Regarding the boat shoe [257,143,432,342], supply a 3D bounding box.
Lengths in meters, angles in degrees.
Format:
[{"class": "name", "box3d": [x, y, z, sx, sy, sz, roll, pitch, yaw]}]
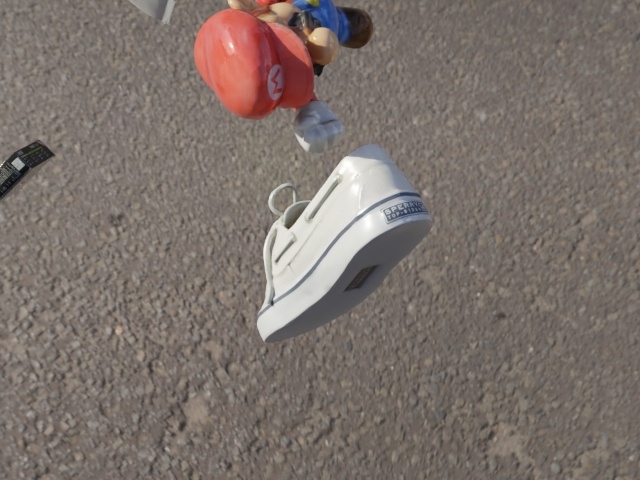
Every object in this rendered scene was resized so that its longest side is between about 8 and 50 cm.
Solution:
[{"class": "boat shoe", "box3d": [-0.007, 0.001, 0.898, 0.136, 0.367, 0.156, -13, 69, -28]}]

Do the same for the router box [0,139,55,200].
[{"class": "router box", "box3d": [-0.490, -0.111, 1.171, 0.092, 0.122, 0.038, -42, 104, 10]}]

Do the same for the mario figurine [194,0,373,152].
[{"class": "mario figurine", "box3d": [-0.003, -0.232, 0.812, 0.198, 0.170, 0.320, 41, 40, -8]}]

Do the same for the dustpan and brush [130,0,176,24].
[{"class": "dustpan and brush", "box3d": [-0.315, -0.453, 1.153, 0.211, 0.147, 0.060, 25, 60, -11]}]
